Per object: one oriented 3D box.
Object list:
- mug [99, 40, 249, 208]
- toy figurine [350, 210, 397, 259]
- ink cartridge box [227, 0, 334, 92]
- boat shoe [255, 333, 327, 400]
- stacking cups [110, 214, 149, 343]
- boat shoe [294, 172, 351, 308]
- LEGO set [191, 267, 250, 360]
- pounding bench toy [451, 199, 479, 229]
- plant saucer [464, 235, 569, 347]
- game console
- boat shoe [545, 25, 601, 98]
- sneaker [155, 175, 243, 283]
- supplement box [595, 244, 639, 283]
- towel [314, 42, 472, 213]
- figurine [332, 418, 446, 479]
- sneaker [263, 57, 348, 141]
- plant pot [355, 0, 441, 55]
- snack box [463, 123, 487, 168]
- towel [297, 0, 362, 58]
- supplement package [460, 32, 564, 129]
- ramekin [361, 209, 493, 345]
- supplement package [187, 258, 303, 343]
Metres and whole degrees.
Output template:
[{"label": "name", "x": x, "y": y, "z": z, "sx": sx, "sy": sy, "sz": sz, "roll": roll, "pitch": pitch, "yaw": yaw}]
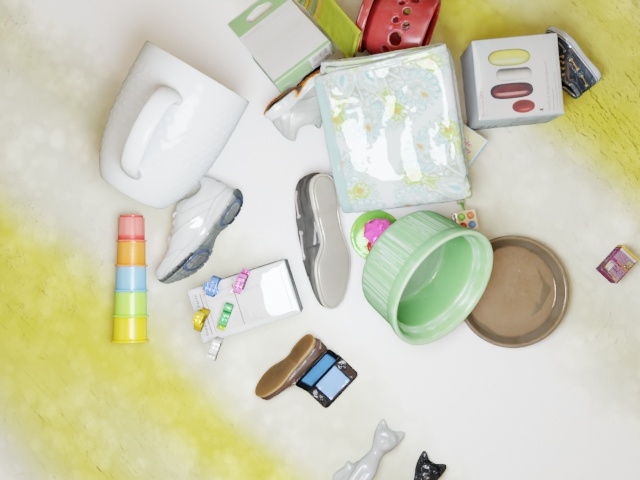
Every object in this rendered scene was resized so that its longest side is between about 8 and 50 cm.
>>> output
[{"label": "mug", "x": -0.365, "y": -0.248, "z": 1.738, "sx": 0.276, "sy": 0.374, "sz": 0.328, "roll": 30, "pitch": 96, "yaw": -4}, {"label": "toy figurine", "x": 0.141, "y": 0.010, "z": 1.829, "sx": 0.130, "sy": 0.159, "sz": 0.173, "roll": -9, "pitch": 90, "yaw": 1}, {"label": "ink cartridge box", "x": -0.101, "y": -0.504, "z": 1.896, "sx": 0.171, "sy": 0.056, "sz": 0.235, "roll": -38, "pitch": 65, "yaw": 0}, {"label": "boat shoe", "x": -0.068, "y": 0.323, "z": 1.873, "sx": 0.207, "sy": 0.073, "sz": 0.073, "roll": -42, "pitch": 129, "yaw": 6}, {"label": "stacking cups", "x": -0.474, "y": 0.095, "z": 1.881, "sx": 0.096, "sy": 0.096, "sz": 0.316, "roll": -2, "pitch": 85, "yaw": 1}, {"label": "boat shoe", "x": 0.000, "y": 0.000, "z": 1.877, "sx": 0.112, "sy": 0.095, "sz": 0.335, "roll": -7, "pitch": 93, "yaw": -35}, {"label": "LEGO set", "x": -0.244, "y": 0.162, "z": 1.731, "sx": 0.087, "sy": 0.093, "sz": 0.227, "roll": 20, "pitch": 90, "yaw": 1}, {"label": "pounding bench toy", "x": 0.354, "y": -0.063, "z": 1.873, "sx": 0.052, "sy": 0.065, "sz": 0.083, "roll": -11, "pitch": 89, "yaw": 1}, {"label": "plant saucer", "x": 0.472, "y": 0.126, "z": 1.881, "sx": 0.278, "sy": 0.041, "sz": 0.278, "roll": 0, "pitch": 89, "yaw": 2}, {"label": "game console", "x": 0.017, "y": 0.342, "z": 1.870, "sx": 0.107, "sy": 0.071, "sz": 0.122, "roll": 44, "pitch": 91, "yaw": 2}, {"label": "boat shoe", "x": 0.603, "y": -0.439, "z": 1.873, "sx": 0.083, "sy": 0.065, "sz": 0.183, "roll": -43, "pitch": 90, "yaw": -1}, {"label": "sneaker", "x": -0.317, "y": -0.025, "z": 1.880, "sx": 0.129, "sy": 0.111, "sz": 0.297, "roll": 35, "pitch": 86, "yaw": 17}, {"label": "supplement box", "x": 0.732, "y": 0.058, "z": 1.875, "sx": 0.055, "sy": 0.043, "sz": 0.083, "roll": 44, "pitch": 89, "yaw": 1}, {"label": "towel", "x": 0.170, "y": -0.256, "z": 1.778, "sx": 0.320, "sy": 0.090, "sz": 0.374, "roll": -5, "pitch": 109, "yaw": 20}, {"label": "figurine", "x": 0.171, "y": 0.575, "z": 1.864, "sx": 0.215, "sy": 0.092, "sz": 0.209, "roll": 39, "pitch": 82, "yaw": 2}, {"label": "sneaker", "x": -0.008, "y": -0.349, "z": 1.882, "sx": 0.262, "sy": 0.099, "sz": 0.121, "roll": -36, "pitch": 108, "yaw": -1}, {"label": "plant pot", "x": 0.178, "y": -0.510, "z": 1.824, "sx": 0.174, "sy": 0.191, "sz": 0.191, "roll": 19, "pitch": 90, "yaw": 7}, {"label": "snack box", "x": 0.227, "y": -0.260, "z": 1.880, "sx": 0.322, "sy": 0.060, "sz": 0.187, "roll": 36, "pitch": 92, "yaw": 2}, {"label": "towel", "x": 0.019, "y": -0.543, "z": 1.833, "sx": 0.021, "sy": 0.102, "sz": 0.237, "roll": -27, "pitch": 67, "yaw": -22}, {"label": "supplement package", "x": 0.459, "y": -0.379, "z": 1.834, "sx": 0.203, "sy": 0.149, "sz": 0.194, "roll": -6, "pitch": 89, "yaw": 0}, {"label": "ramekin", "x": 0.241, "y": 0.078, "z": 1.761, "sx": 0.303, "sy": 0.303, "sz": 0.148, "roll": -51, "pitch": 48, "yaw": 0}, {"label": "supplement package", "x": -0.179, "y": 0.144, "z": 1.845, "sx": 0.244, "sy": 0.134, "sz": 0.139, "roll": -17, "pitch": 89, "yaw": 1}]
